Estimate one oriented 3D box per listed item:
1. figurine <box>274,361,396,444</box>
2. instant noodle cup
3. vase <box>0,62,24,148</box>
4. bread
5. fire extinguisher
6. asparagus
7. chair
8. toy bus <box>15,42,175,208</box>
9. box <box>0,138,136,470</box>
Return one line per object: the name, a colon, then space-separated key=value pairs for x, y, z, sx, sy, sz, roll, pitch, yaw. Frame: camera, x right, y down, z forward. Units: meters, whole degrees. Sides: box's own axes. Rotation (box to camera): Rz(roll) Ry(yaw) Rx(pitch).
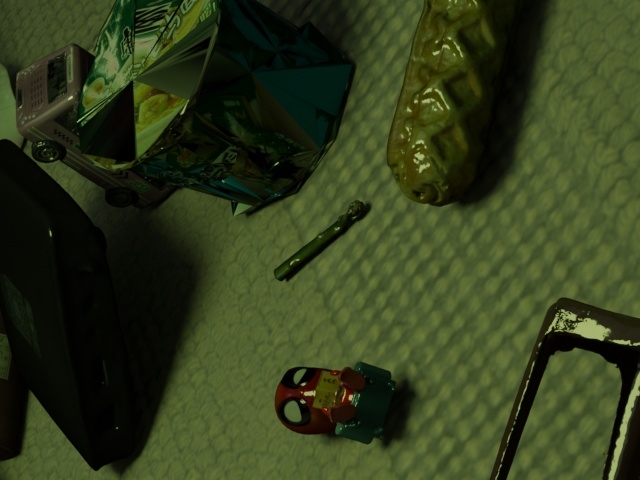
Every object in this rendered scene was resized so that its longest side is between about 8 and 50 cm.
figurine: x=0.011 y=0.139 z=1.619 sx=0.140 sy=0.075 sz=0.068 roll=-5 pitch=69 yaw=62
instant noodle cup: x=-0.104 y=-0.146 z=1.824 sx=0.240 sy=0.178 sz=0.240 roll=-28 pitch=51 yaw=41
vase: x=-0.575 y=-0.159 z=2.211 sx=0.250 sy=0.445 sz=0.250 roll=-7 pitch=80 yaw=43
bread: x=0.122 y=-0.159 z=1.619 sx=0.098 sy=0.087 sz=0.269 roll=0 pitch=71 yaw=51
fire extinguisher: x=-0.382 y=0.133 z=2.115 sx=0.099 sy=0.071 sz=0.231 roll=-7 pitch=65 yaw=20
asparagus: x=0.000 y=0.000 z=1.752 sx=0.127 sy=0.018 sz=0.015 roll=-40 pitch=79 yaw=33
chair: x=0.256 y=0.056 z=1.260 sx=0.183 sy=0.175 sz=0.326 roll=12 pitch=85 yaw=46
toy bus: x=-0.226 y=-0.120 z=1.958 sx=0.108 sy=0.199 sz=0.096 roll=-29 pitch=49 yaw=27
box: x=-0.280 y=0.062 z=1.923 sx=0.289 sy=0.073 sz=0.290 roll=37 pitch=140 yaw=56
